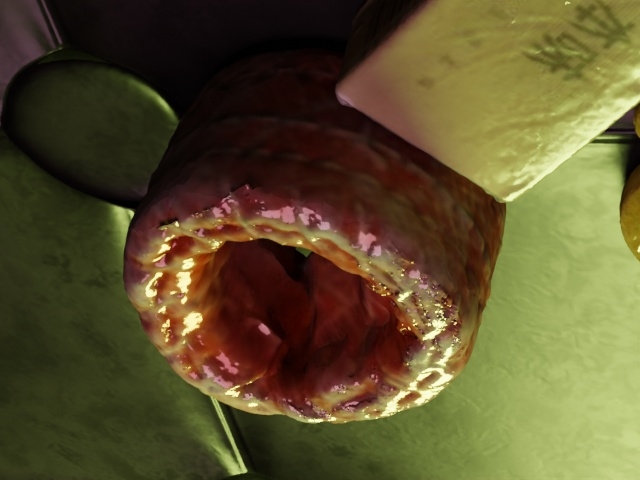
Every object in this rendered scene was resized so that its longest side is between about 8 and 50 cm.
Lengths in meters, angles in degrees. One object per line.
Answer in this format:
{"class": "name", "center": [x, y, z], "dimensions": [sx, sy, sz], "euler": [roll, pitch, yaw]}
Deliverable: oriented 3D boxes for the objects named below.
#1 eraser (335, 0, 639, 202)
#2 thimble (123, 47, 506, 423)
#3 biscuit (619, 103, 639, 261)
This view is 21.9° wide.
{"class": "eraser", "center": [0.156, -0.155, 0.907], "dimensions": [0.144, 0.078, 0.343], "euler": [30, 139, -17]}
{"class": "thimble", "center": [0.000, 0.000, 1.085], "dimensions": [0.239, 0.162, 0.239], "euler": [8, 138, 7]}
{"class": "biscuit", "center": [0.274, -0.036, 1.036], "dimensions": [0.184, 0.035, 0.249], "euler": [20, 141, -2]}
